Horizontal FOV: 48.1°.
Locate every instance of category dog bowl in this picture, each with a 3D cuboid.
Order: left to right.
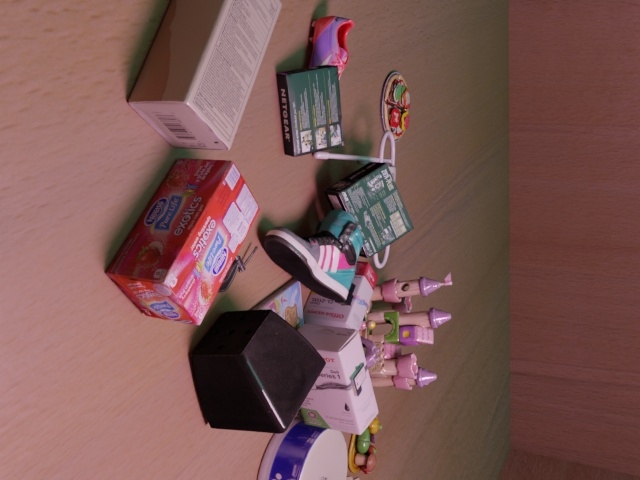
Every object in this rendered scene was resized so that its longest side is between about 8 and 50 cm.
[{"bbox_3d":[-0.038,0.555,1.668,0.265,0.104,0.265,-20,113,-60],"label":"dog bowl"}]

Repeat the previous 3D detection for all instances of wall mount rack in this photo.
[{"bbox_3d":[0.094,-0.104,1.790,0.304,0.130,0.350,-8,102,-66],"label":"wall mount rack"}]

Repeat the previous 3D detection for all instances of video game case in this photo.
[{"bbox_3d":[-0.090,0.218,1.592,0.193,0.023,0.212,-35,125,-56],"label":"video game case"}]

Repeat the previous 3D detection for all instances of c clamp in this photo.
[{"bbox_3d":[-0.186,0.026,1.381,0.137,0.022,0.160,-64,148,-24],"label":"c clamp"}]

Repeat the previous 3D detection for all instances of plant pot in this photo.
[{"bbox_3d":[-0.134,0.235,1.361,0.188,0.187,0.167,-55,128,-43],"label":"plant pot"}]

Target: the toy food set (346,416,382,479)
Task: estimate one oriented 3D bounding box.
[{"bbox_3d":[0.137,0.600,2.047,0.128,0.071,0.218,38,62,-58],"label":"toy food set"}]

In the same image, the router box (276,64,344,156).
[{"bbox_3d":[-0.020,-0.281,1.553,0.133,0.046,0.179,-17,113,-30],"label":"router box"}]

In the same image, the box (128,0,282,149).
[{"bbox_3d":[-0.185,-0.320,1.204,0.148,0.121,0.311,50,52,-54],"label":"box"}]

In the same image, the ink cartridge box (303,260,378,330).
[{"bbox_3d":[0.047,0.137,1.728,0.072,0.127,0.175,60,43,-46],"label":"ink cartridge box"}]

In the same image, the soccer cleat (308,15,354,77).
[{"bbox_3d":[0.018,-0.382,1.612,0.083,0.095,0.248,11,85,-63],"label":"soccer cleat"}]

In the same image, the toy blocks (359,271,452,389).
[{"bbox_3d":[0.208,0.219,1.842,0.309,0.260,0.288,48,39,-57],"label":"toy blocks"}]

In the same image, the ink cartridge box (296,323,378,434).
[{"bbox_3d":[0.022,0.307,1.601,0.092,0.160,0.219,-40,121,-47],"label":"ink cartridge box"}]

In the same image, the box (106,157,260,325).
[{"bbox_3d":[-0.220,-0.003,1.194,0.257,0.123,0.128,-66,147,-31],"label":"box"}]

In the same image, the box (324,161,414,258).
[{"bbox_3d":[0.115,-0.073,1.696,0.147,0.077,0.180,-33,111,-20],"label":"box"}]

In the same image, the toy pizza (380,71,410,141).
[{"bbox_3d":[0.226,-0.386,2.077,0.201,0.032,0.201,-19,111,-60],"label":"toy pizza"}]

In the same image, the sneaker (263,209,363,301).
[{"bbox_3d":[0.000,0.000,1.588,0.295,0.124,0.178,44,61,-49],"label":"sneaker"}]

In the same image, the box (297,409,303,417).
[{"bbox_3d":[0.009,0.335,1.781,0.159,0.044,0.233,52,50,-53],"label":"box"}]
